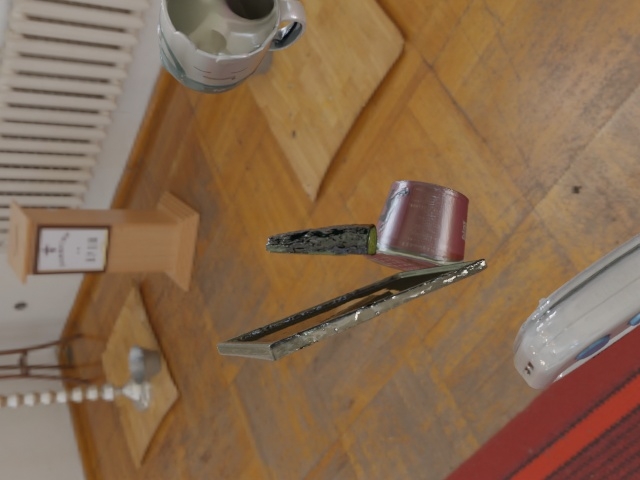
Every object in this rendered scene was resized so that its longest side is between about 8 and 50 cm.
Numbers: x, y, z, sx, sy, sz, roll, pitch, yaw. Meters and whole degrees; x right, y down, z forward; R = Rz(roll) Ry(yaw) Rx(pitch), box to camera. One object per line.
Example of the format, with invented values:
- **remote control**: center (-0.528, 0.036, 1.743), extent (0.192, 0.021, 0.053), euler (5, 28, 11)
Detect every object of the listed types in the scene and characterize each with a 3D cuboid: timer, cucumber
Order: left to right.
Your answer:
- **cucumber**: center (0.000, -0.003, 1.473), extent (0.211, 0.078, 0.062), euler (2, 87, 19)
- **timer**: center (0.358, 0.083, 0.977), extent (0.087, 0.262, 0.237), euler (55, 175, 20)

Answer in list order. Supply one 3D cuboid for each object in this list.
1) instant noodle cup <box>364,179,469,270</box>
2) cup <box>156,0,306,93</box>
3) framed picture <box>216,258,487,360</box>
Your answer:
- **instant noodle cup**: center (0.226, -0.023, 1.719), extent (0.234, 0.234, 0.179), euler (3, 77, 56)
- **cup**: center (-0.173, -0.415, 1.508), extent (0.257, 0.289, 0.219), euler (150, 111, -72)
- **framed picture**: center (0.039, 0.097, 1.102), extent (0.247, 0.335, 0.022), euler (-16, 93, 66)
